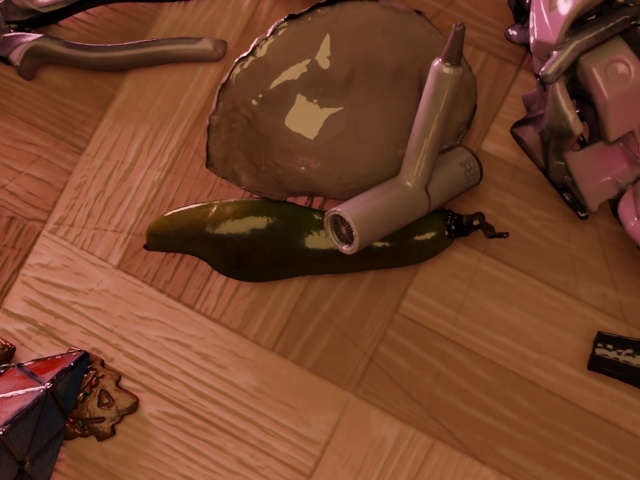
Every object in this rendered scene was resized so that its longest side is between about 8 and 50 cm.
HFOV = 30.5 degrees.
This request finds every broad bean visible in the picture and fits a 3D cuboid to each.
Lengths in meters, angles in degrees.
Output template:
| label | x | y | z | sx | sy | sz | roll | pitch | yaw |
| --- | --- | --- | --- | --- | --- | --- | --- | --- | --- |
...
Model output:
| label | x | y | z | sx | sy | sz | roll | pitch | yaw |
| --- | --- | --- | --- | --- | --- | --- | --- | --- | --- |
| broad bean | 0.001 | -0.004 | 1.041 | 0.325 | 0.075 | 0.067 | -3 | 56 | 6 |

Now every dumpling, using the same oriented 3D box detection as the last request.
| label | x | y | z | sx | sy | sz | roll | pitch | yaw |
| --- | --- | --- | --- | --- | --- | --- | --- | --- | --- |
| dumpling | 0.014 | -0.127 | 1.009 | 0.247 | 0.172 | 0.142 | -14 | 37 | -12 |

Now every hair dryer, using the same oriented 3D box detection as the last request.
| label | x | y | z | sx | sy | sz | roll | pitch | yaw |
| --- | --- | --- | --- | --- | --- | --- | --- | --- | --- |
| hair dryer | 0.323 | 0.072 | 0.917 | 0.195 | 0.219 | 0.075 | 16 | 54 | 11 |
| hair dryer | 0.076 | -0.090 | 0.937 | 0.155 | 0.183 | 0.044 | -30 | 50 | -34 |

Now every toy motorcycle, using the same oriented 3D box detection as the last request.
| label | x | y | z | sx | sy | sz | roll | pitch | yaw |
| --- | --- | --- | --- | --- | --- | --- | --- | --- | --- |
| toy motorcycle | 0.246 | -0.096 | 0.955 | 0.143 | 0.188 | 0.327 | -28 | 79 | -3 |

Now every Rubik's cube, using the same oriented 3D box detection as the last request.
| label | x | y | z | sx | sy | sz | roll | pitch | yaw |
| --- | --- | --- | --- | --- | --- | --- | --- | --- | --- |
| Rubik's cube | -0.267 | 0.205 | 1.040 | 0.190 | 0.211 | 0.178 | -25 | 119 | -26 |

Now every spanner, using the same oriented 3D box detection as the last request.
| label | x | y | z | sx | sy | sz | roll | pitch | yaw |
| --- | --- | --- | --- | --- | --- | --- | --- | --- | --- |
| spanner | -0.249 | -0.203 | 1.115 | 0.325 | 0.040 | 0.095 | -4 | 83 | 6 |

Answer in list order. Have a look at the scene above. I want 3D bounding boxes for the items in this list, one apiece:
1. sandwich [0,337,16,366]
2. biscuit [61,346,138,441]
| label | x | y | z | sx | sy | sz | roll | pitch | yaw |
| --- | --- | --- | --- | --- | --- | --- | --- | --- | --- |
| sandwich | -0.346 | 0.111 | 1.087 | 0.105 | 0.036 | 0.093 | 32 | 87 | 10 |
| biscuit | -0.212 | 0.139 | 1.075 | 0.082 | 0.016 | 0.092 | -21 | 82 | 5 |
